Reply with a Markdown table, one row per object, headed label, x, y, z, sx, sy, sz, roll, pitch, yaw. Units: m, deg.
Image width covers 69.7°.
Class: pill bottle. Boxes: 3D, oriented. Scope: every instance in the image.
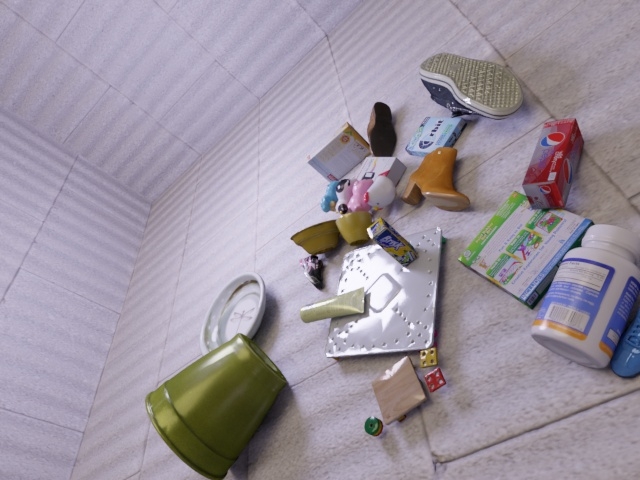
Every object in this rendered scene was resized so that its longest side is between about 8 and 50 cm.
| label | x | y | z | sx | sy | sz | roll | pitch | yaw |
| --- | --- | --- | --- | --- | --- | --- | --- | --- | --- |
| pill bottle | 0.564 | 0.110 | 0.956 | 0.152 | 0.152 | 0.272 | 15 | 71 | 55 |

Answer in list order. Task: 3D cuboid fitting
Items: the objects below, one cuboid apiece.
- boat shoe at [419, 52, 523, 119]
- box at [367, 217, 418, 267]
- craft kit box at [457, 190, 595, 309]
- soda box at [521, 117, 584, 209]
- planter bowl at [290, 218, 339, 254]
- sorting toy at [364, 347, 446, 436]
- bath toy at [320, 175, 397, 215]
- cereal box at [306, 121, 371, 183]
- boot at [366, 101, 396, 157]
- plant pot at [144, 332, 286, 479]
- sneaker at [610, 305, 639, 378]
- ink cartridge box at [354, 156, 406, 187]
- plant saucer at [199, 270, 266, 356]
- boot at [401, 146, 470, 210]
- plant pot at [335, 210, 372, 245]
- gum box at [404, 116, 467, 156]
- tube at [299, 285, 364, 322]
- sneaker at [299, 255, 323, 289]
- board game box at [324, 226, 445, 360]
| label | x | y | z | sx | sy | sz | roll | pitch | yaw |
| --- | --- | --- | --- | --- | --- | --- | --- | --- | --- |
| boat shoe | 0.514 | -0.512 | 1.584 | 0.186 | 0.156 | 0.500 | -32 | 38 | -2 |
| box | 0.215 | 0.007 | 1.368 | 0.059 | 0.169 | 0.054 | -41 | 35 | 18 |
| craft kit box | 0.521 | 0.015 | 1.186 | 0.250 | 0.061 | 0.246 | -51 | 36 | 3 |
| soda box | 0.608 | -0.202 | 1.194 | 0.083 | 0.092 | 0.263 | -3 | 44 | 46 |
| planter bowl | 0.000 | 0.000 | 1.760 | 0.217 | 0.217 | 0.091 | -26 | 78 | 34 |
| sorting toy | 0.220 | 0.394 | 1.209 | 0.274 | 0.046 | 0.132 | -42 | 35 | 17 |
| bath toy | 0.136 | -0.157 | 1.720 | 0.129 | 0.152 | 0.348 | -28 | 16 | -29 |
| cereal box | 0.081 | -0.369 | 1.967 | 0.240 | 0.173 | 0.047 | -37 | 37 | 22 |
| boot | 0.244 | -0.432 | 1.925 | 0.115 | 0.112 | 0.306 | 121 | 159 | -54 |
| plant pot | -0.314 | 0.509 | 1.523 | 0.353 | 0.366 | 0.366 | -45 | 32 | -9 |
| sneaker | 0.627 | 0.168 | 0.890 | 0.209 | 0.082 | 0.069 | -53 | 35 | 2 |
| ink cartridge box | 0.224 | -0.251 | 1.774 | 0.175 | 0.072 | 0.128 | 14 | 72 | 54 |
| plant saucer | -0.342 | 0.326 | 1.911 | 0.400 | 0.100 | 0.401 | -32 | 38 | 29 |
| boot | 0.401 | -0.211 | 1.494 | 0.211 | 0.104 | 0.295 | -59 | 30 | -9 |
| plant pot | 0.129 | -0.035 | 1.661 | 0.134 | 0.134 | 0.095 | -24 | 67 | 36 |
| gum box | 0.418 | -0.378 | 1.682 | 0.157 | 0.041 | 0.184 | -56 | 33 | -5 |
| tube | 0.042 | 0.219 | 1.494 | 0.240 | 0.062 | 0.070 | -21 | 88 | 32 |
| sneaker | -0.022 | 0.107 | 1.753 | 0.077 | 0.072 | 0.178 | -36 | 41 | 6 |
| board game box | 0.202 | 0.173 | 1.431 | 0.389 | 0.050 | 0.390 | -18 | 46 | 41 |
